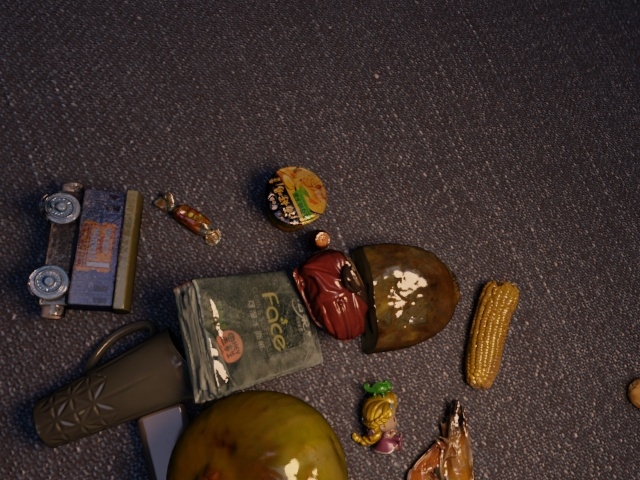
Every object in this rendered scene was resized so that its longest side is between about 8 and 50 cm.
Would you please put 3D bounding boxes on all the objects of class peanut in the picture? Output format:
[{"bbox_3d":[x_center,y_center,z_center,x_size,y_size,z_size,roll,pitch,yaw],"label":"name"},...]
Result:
[{"bbox_3d":[0.975,0.435,1.267,0.263,0.117,0.101,11,91,-14],"label":"peanut"}]

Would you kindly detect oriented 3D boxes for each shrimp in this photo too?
[{"bbox_3d":[0.284,0.533,1.081,0.164,0.062,0.317,10,74,-9],"label":"shrimp"}]

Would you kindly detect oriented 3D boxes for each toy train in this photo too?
[{"bbox_3d":[-0.499,0.023,0.996,0.201,0.131,0.300,6,73,-21],"label":"toy train"}]

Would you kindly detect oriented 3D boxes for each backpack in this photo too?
[{"bbox_3d":[0.034,0.127,1.054,0.138,0.229,0.229,-21,79,1],"label":"backpack"}]

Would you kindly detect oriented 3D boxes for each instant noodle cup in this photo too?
[{"bbox_3d":[-0.072,-0.093,1.141,0.151,0.122,0.152,4,75,-15],"label":"instant noodle cup"}]

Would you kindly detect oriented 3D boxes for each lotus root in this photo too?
[{"bbox_3d":[0.230,0.135,1.142,0.260,0.149,0.267,-2,77,-15],"label":"lotus root"}]

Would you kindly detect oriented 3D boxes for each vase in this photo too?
[{"bbox_3d":[-0.407,0.292,0.936,0.300,0.156,0.251,-23,54,-14],"label":"vase"}]

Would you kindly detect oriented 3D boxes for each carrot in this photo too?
[{"bbox_3d":[0.000,0.000,1.112,0.055,0.161,0.055,0,92,-4],"label":"carrot"}]

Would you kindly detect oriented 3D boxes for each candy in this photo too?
[{"bbox_3d":[-0.316,-0.055,1.104,0.182,0.046,0.053,35,70,-5],"label":"candy"}]

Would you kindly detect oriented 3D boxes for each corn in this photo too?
[{"bbox_3d":[0.440,0.241,1.192,0.101,0.101,0.292,22,73,-8],"label":"corn"}]

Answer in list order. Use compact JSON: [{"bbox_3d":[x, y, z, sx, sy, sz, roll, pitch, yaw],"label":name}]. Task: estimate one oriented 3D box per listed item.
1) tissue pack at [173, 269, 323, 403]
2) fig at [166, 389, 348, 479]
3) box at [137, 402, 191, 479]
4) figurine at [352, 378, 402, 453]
[{"bbox_3d":[-0.143,0.185,0.973,0.315,0.103,0.228,-1,73,-52],"label":"tissue pack"},{"bbox_3d":[-0.100,0.446,0.872,0.343,0.343,0.344,4,73,-14],"label":"fig"},{"bbox_3d":[-0.299,0.468,0.948,0.103,0.055,0.244,-15,79,-19],"label":"box"},{"bbox_3d":[0.124,0.404,1.064,0.114,0.095,0.156,-7,94,4],"label":"figurine"}]
